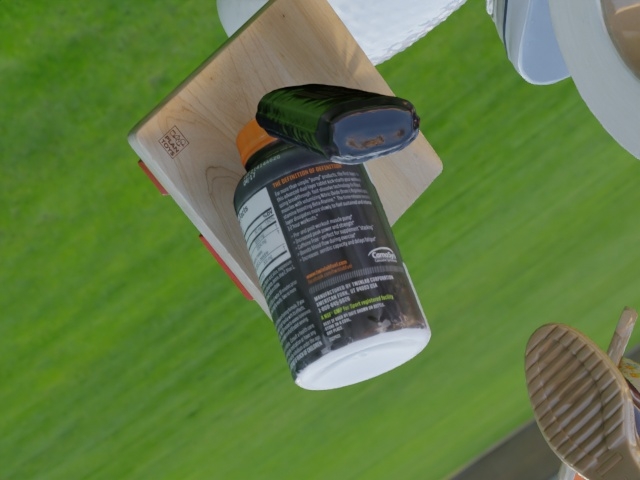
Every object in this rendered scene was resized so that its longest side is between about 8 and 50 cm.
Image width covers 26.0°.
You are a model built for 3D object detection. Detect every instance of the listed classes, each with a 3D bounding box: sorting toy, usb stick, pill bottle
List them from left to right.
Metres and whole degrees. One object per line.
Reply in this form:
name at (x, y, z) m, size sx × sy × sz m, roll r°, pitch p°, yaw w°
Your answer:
sorting toy at (-0.043, -0.087, 1.409) m, size 0.255 × 0.257 × 0.089 m, roll -47°, pitch -158°, yaw -23°
pill bottle at (0.000, 0.000, 1.251) m, size 0.131 × 0.245 × 0.130 m, roll -17°, pitch 160°, yaw -6°
usb stick at (0.007, -0.092, 1.048) m, size 0.077 × 0.045 × 0.278 m, roll -9°, pitch -170°, yaw -10°

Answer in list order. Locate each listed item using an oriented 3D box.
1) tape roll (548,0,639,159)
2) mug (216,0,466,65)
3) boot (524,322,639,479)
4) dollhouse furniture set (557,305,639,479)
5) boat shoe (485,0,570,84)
tape roll at (0.296, -0.192, 1.056) m, size 0.100 × 0.286 × 0.286 m, roll -19°, pitch 162°, yaw -24°
mug at (0.045, -0.378, 1.706) m, size 0.328 × 0.276 × 0.374 m, roll -40°, pitch -158°, yaw 35°
boot at (0.291, 0.186, 1.293) m, size 0.090 × 0.248 × 0.207 m, roll -37°, pitch 163°, yaw 19°
dollhouse furniture set at (0.513, 0.144, 1.568) m, size 0.394 × 0.362 × 0.256 m, roll -46°, pitch 153°, yaw -58°
boat shoe at (0.210, -0.326, 1.248) m, size 0.136 × 0.156 × 0.367 m, roll -17°, pitch 141°, yaw -15°
